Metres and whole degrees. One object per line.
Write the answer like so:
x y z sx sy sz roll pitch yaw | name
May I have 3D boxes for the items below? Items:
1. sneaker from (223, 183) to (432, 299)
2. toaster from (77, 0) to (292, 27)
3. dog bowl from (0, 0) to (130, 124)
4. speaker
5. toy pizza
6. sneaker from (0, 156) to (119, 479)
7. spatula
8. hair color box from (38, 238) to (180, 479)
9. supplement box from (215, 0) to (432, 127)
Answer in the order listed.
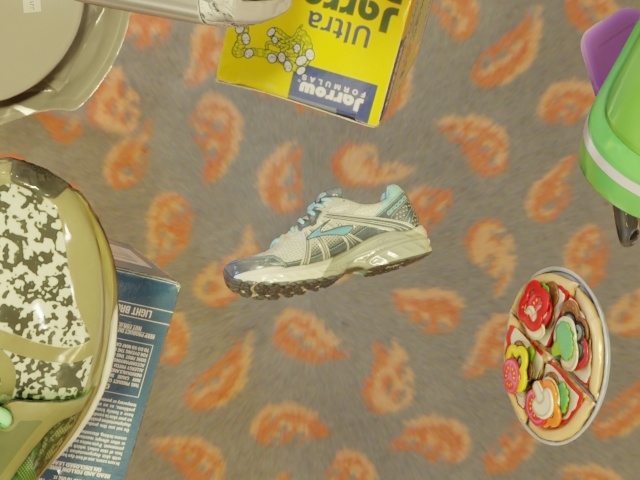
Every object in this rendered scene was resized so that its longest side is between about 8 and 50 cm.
0.000 0.000 1.774 0.283 0.110 0.122 -13 79 -17 | sneaker
-0.104 -0.240 1.075 0.146 0.227 0.129 16 104 15 | toaster
-0.386 -0.277 1.454 0.349 0.102 0.349 -11 114 -25 | dog bowl
0.301 -0.154 0.978 0.131 0.131 0.296 24 129 1 | speaker
0.255 0.129 1.502 0.032 0.201 0.201 4 88 -25 | toy pizza
-0.243 0.149 0.804 0.158 0.182 0.410 24 100 -5 | sneaker
0.308 -0.103 1.357 0.084 0.296 0.030 -35 47 -20 | spatula
-0.235 0.172 1.156 0.105 0.174 0.347 15 95 -23 | hair color box
0.028 -0.294 1.590 0.194 0.356 0.195 17 113 5 | supplement box
